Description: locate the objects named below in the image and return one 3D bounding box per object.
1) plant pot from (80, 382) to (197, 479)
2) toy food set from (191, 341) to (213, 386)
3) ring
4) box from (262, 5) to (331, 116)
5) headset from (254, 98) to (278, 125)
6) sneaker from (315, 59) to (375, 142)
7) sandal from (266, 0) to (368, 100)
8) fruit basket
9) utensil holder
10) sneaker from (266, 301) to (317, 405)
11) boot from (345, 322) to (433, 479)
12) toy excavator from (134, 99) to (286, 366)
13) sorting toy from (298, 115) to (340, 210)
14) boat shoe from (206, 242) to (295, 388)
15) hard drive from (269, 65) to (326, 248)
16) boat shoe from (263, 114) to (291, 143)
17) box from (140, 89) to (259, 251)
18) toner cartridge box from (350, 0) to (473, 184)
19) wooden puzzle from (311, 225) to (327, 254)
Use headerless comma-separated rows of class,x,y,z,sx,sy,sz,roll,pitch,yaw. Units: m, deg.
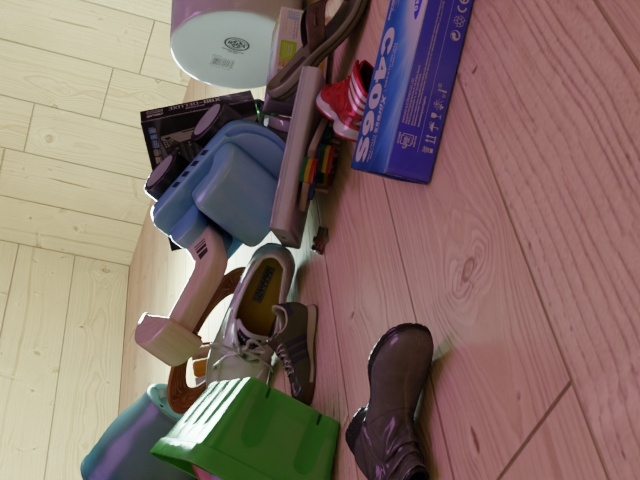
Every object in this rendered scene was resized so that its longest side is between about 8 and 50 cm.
plant pot,-0.390,0.490,2.404,0.255,0.271,0.271,-59,21,11
toy food set,-0.247,0.298,2.383,0.232,0.104,0.111,96,163,-62
ring,-0.214,0.213,2.116,0.336,0.032,0.336,-55,-20,-31
box,-0.048,-0.370,2.112,0.103,0.114,0.203,122,155,-65
headset,-0.248,-0.183,2.514,0.394,0.185,0.243,-58,23,22
sneaker,0.062,-0.260,1.758,0.128,0.087,0.221,-67,25,21
sandal,-0.010,-0.403,1.955,0.303,0.086,0.120,-49,20,3
fruit basket,-0.141,0.433,1.658,0.392,0.283,0.392,-56,13,19
utensil holder,-0.194,-0.605,2.414,0.327,0.327,0.385,129,147,-56
sneaker,-0.057,0.197,1.798,0.064,0.086,0.192,130,147,-57
boot,0.108,0.240,1.284,0.161,0.083,0.246,-113,33,-51
toy excavator,-0.207,-0.019,1.919,0.433,0.222,0.445,-48,24,4
sorting toy,0.005,-0.142,1.865,0.274,0.046,0.132,-71,-7,-57
boat shoe,-0.136,0.189,1.966,0.156,0.136,0.367,-75,7,-83
hard drive,-0.036,-0.151,1.919,0.203,0.040,0.307,60,-140,-78
boat shoe,-0.083,-0.218,2.167,0.267,0.096,0.088,-158,77,-74
box,-0.236,-0.148,2.172,0.076,0.242,0.307,-113,13,-63
toner cartridge box,0.140,-0.263,1.509,0.165,0.075,0.348,-160,83,-72
wooden puzzle,0.000,0.000,1.891,0.083,0.006,0.049,-154,77,-73
